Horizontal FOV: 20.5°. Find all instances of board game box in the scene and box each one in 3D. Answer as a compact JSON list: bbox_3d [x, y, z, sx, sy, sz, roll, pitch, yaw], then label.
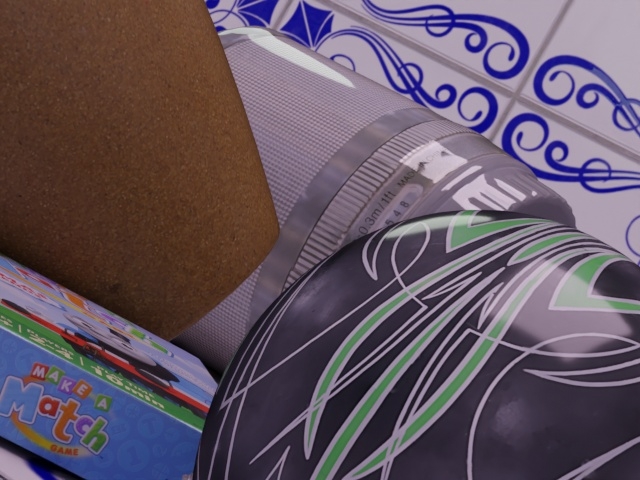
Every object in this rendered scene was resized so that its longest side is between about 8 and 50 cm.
[{"bbox_3d":[-0.109,0.045,0.693,0.160,0.039,0.211,29,0,-14],"label":"board game box"}]

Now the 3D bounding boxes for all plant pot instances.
[{"bbox_3d":[-0.141,-0.070,0.852,0.254,0.237,0.237,54,-6,-15],"label":"plant pot"}]

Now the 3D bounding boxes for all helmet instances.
[{"bbox_3d":[0.043,0.072,0.534,0.169,0.169,0.161,30,-17,31],"label":"helmet"}]

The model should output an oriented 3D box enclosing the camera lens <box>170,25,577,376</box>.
[{"bbox_3d":[0.000,0.000,1.156,0.274,0.219,0.219,30,0,30],"label":"camera lens"}]
